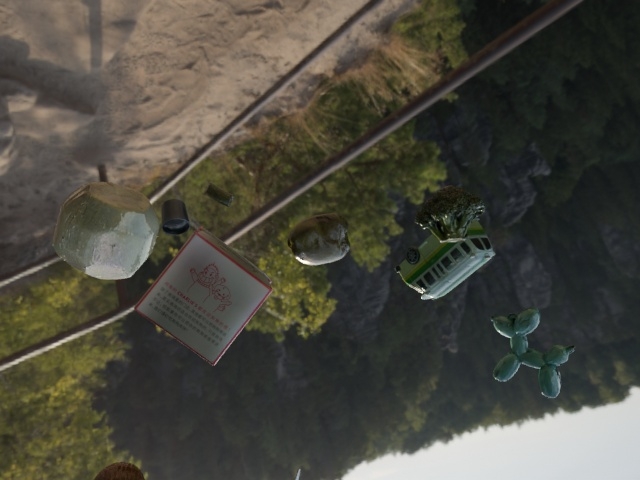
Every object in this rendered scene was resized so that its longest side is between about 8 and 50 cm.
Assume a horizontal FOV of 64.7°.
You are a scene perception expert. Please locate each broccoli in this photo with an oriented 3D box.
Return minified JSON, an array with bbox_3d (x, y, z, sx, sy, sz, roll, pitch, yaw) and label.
[{"bbox_3d":[0.312,-0.066,1.233,0.162,0.137,0.146,-3,167,-7],"label":"broccoli"}]

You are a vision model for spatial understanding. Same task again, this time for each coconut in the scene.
[{"bbox_3d":[-0.369,-0.010,0.869,0.161,0.161,0.162,4,118,-49],"label":"coconut"}]

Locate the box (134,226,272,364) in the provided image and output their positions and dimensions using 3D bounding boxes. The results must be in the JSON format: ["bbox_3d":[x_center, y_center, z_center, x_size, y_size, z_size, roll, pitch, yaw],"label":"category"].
[{"bbox_3d":[-0.364,0.168,1.635,0.312,0.314,0.300,-52,-171,-2],"label":"box"}]

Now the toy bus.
[{"bbox_3d":[0.367,0.056,1.495,0.134,0.164,0.276,-3,145,-39],"label":"toy bus"}]

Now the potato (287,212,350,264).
[{"bbox_3d":[-0.002,-0.001,1.577,0.201,0.154,0.137,-16,-178,-18],"label":"potato"}]

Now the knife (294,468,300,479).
[{"bbox_3d":[-0.082,0.731,1.329,0.032,0.243,0.058,7,172,19],"label":"knife"}]

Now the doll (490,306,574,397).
[{"bbox_3d":[0.398,0.207,0.978,0.160,0.158,0.059,21,-168,28],"label":"doll"}]

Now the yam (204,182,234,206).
[{"bbox_3d":[-0.303,-0.137,1.505,0.043,0.094,0.043,-59,177,-5],"label":"yam"}]

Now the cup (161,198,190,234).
[{"bbox_3d":[-0.422,-0.061,1.445,0.078,0.077,0.100,13,136,-39],"label":"cup"}]

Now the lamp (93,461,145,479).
[{"bbox_3d":[-0.503,0.625,1.261,0.137,0.136,0.136,-15,162,-5],"label":"lamp"}]
